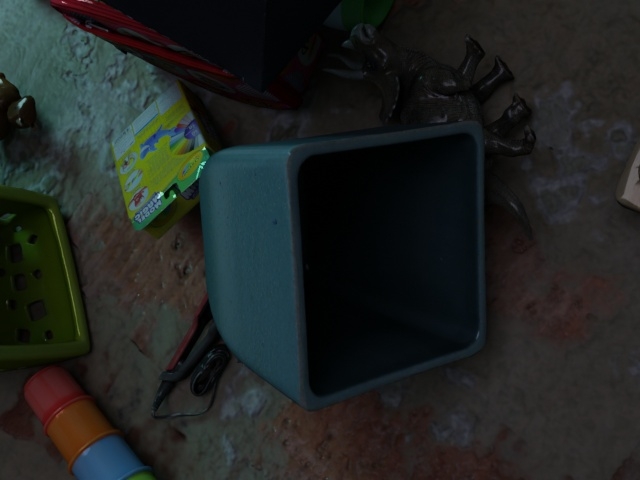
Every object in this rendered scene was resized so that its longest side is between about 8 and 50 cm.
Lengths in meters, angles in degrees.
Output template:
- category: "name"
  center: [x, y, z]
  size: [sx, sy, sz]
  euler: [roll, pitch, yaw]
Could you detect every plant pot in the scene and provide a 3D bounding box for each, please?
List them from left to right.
- category: "plant pot"
  center: [-0.459, 0.069, 1.222]
  size: [0.207, 0.227, 0.228]
  euler: [-22, 76, 23]
- category: "plant pot"
  center: [0.000, 0.000, 1.022]
  size: [0.252, 0.247, 0.248]
  euler: [14, 111, 51]

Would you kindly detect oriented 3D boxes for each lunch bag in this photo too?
- category: "lunch bag"
  center: [-0.159, -0.263, 1.135]
  size: [0.293, 0.258, 0.120]
  euler: [22, 89, 23]

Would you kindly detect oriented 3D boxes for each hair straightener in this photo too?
- category: "hair straightener"
  center: [-0.131, 0.131, 1.175]
  size: [0.089, 0.047, 0.230]
  euler: [36, 95, 22]

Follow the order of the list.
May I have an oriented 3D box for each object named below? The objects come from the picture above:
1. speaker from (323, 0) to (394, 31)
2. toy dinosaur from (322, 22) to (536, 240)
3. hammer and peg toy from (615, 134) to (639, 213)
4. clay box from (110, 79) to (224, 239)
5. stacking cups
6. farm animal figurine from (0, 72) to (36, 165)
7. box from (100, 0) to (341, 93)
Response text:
- category: "speaker"
  center: [-0.054, -0.351, 1.174]
  size: [0.296, 0.131, 0.131]
  euler: [24, 91, 19]
- category: "toy dinosaur"
  center: [0.151, -0.122, 1.090]
  size: [0.160, 0.121, 0.314]
  euler: [-34, 75, 25]
- category: "hammer and peg toy"
  center: [0.474, -0.158, 0.950]
  size: [0.265, 0.127, 0.361]
  euler: [24, 90, 24]
- category: "clay box"
  center: [-0.182, -0.095, 1.170]
  size: [0.127, 0.053, 0.222]
  euler: [-41, 37, 10]
- category: "stacking cups"
  center: [-0.251, 0.279, 1.179]
  size: [0.096, 0.096, 0.316]
  euler: [-45, 67, 9]
- category: "farm animal figurine"
  center: [-0.508, -0.118, 1.209]
  size: [0.326, 0.330, 0.172]
  euler: [-39, 74, 10]
- category: "box"
  center: [-0.091, -0.379, 0.972]
  size: [0.312, 0.179, 0.343]
  euler: [30, 63, 10]
